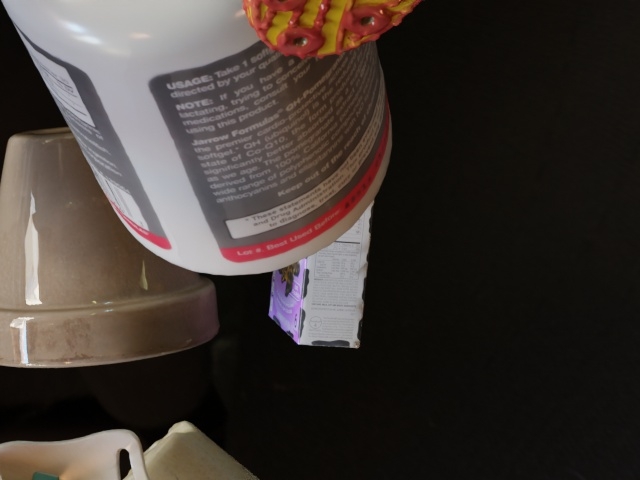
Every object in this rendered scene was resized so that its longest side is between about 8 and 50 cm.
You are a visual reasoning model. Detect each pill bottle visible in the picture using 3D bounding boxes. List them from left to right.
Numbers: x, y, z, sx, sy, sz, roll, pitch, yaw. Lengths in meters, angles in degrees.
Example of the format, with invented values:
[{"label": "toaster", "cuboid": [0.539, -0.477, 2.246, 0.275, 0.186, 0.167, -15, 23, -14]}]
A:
[{"label": "pill bottle", "cuboid": [-0.066, -0.127, 0.832, 0.176, 0.176, 0.318, -31, 151, -8]}]

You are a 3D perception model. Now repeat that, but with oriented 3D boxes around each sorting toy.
[{"label": "sorting toy", "cuboid": [-0.104, 0.120, 0.703, 0.075, 0.045, 0.083, -26, 73, 0]}]

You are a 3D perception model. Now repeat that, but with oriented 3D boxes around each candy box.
[{"label": "candy box", "cuboid": [0.000, 0.000, 1.705, 0.070, 0.165, 0.196, 3, 97, -13]}]

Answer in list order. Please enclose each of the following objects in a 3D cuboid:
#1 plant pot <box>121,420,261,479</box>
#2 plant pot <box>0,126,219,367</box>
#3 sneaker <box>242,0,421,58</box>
[{"label": "plant pot", "cuboid": [-0.098, 0.345, 1.471, 0.334, 0.334, 0.305, -44, 90, -3]}, {"label": "plant pot", "cuboid": [-0.243, -0.003, 1.686, 0.263, 0.263, 0.229, -7, 99, -15]}, {"label": "sneaker", "cuboid": [0.016, -0.127, 0.451, 0.064, 0.067, 0.175, 4, 133, -18]}]
